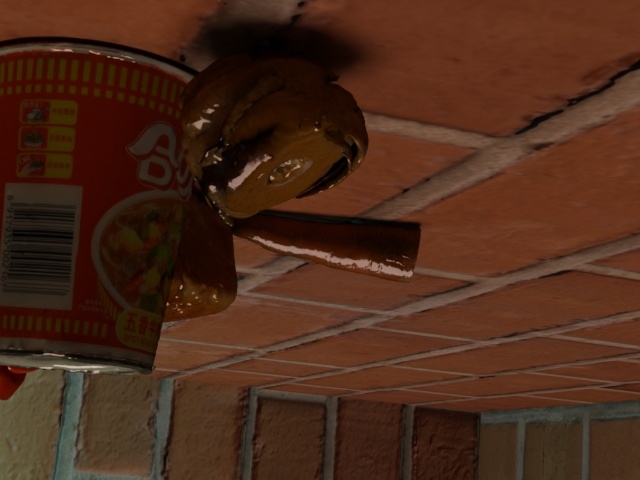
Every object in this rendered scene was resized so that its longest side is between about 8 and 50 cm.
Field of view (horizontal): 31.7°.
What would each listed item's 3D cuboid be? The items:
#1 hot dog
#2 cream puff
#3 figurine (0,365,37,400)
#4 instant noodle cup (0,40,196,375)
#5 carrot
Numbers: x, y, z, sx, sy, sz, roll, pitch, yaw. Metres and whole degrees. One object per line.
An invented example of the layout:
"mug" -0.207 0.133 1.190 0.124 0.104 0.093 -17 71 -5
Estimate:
"hot dog" -0.203 0.008 1.100 0.153 0.150 0.256 -12 162 25
"cream puff" -0.036 -0.073 0.751 0.119 0.104 0.133 -17 163 -23
"figurine" -0.530 0.134 1.331 0.306 0.412 0.241 57 161 -23
"instant noodle cup" -0.172 -0.012 0.826 0.193 0.212 0.193 4 168 1
"carrot" 0.000 0.000 1.202 0.209 0.061 0.061 9 167 -4
